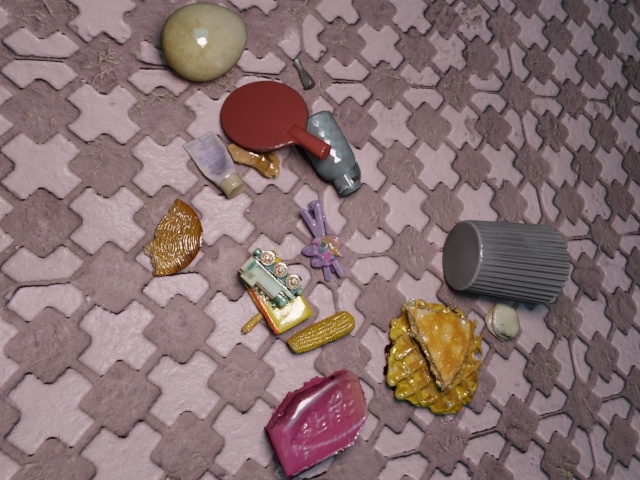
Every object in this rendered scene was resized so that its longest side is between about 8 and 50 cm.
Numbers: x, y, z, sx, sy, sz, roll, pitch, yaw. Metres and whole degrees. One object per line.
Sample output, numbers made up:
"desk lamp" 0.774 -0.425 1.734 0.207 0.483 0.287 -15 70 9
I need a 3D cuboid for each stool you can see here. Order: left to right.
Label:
"stool" 0.641 0.072 1.548 0.330 0.297 0.297 6 77 -14

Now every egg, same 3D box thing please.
"egg" -0.351 -0.622 1.353 0.295 0.218 0.218 -38 93 -31

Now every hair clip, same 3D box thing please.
"hair clip" -0.004 -0.004 1.426 0.137 0.090 0.278 -18 82 12

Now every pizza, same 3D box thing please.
"pizza" 0.372 0.292 1.420 0.287 0.075 0.280 47 58 -5

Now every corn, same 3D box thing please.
"corn" -0.211 0.255 1.326 0.027 0.028 0.083 44 67 5
"corn" 0.006 0.294 1.374 0.231 0.080 0.080 -23 88 -21

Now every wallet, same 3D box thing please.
"wallet" -0.145 0.164 1.356 0.141 0.067 0.241 -30 86 -18

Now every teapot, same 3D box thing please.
"teapot" -0.060 -0.597 1.550 0.043 0.043 0.110 -26 85 -23

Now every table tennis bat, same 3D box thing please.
"table tennis bat" -0.140 -0.375 1.377 0.415 0.051 0.268 35 74 20

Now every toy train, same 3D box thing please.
"toy train" -0.145 0.114 1.296 0.194 0.081 0.125 44 83 -3

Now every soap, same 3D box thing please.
"soap" -0.001 0.532 1.297 0.325 0.127 0.220 -19 88 -23

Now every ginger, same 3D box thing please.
"ginger" -0.211 -0.270 1.411 0.190 0.069 0.095 30 58 -9

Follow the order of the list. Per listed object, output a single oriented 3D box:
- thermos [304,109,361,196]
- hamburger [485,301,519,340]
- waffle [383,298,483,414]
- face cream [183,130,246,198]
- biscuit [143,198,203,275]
"thermos" 0.046 -0.289 1.480 0.182 0.145 0.286 -35 95 -51
"hamburger" 0.690 0.306 1.629 0.140 0.062 0.133 36 68 -7
"waffle" 0.400 0.395 1.495 0.382 0.095 0.379 18 71 -18
"face cream" -0.327 -0.242 1.377 0.114 0.070 0.224 -34 80 -24
"biscuit" -0.440 -0.014 1.295 0.176 0.031 0.228 -8 83 -23
